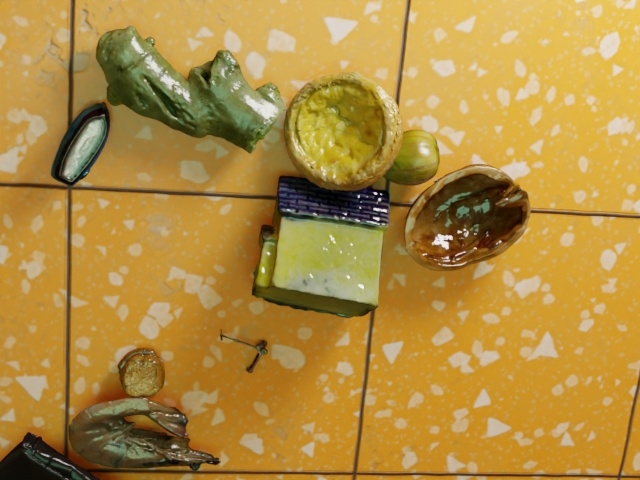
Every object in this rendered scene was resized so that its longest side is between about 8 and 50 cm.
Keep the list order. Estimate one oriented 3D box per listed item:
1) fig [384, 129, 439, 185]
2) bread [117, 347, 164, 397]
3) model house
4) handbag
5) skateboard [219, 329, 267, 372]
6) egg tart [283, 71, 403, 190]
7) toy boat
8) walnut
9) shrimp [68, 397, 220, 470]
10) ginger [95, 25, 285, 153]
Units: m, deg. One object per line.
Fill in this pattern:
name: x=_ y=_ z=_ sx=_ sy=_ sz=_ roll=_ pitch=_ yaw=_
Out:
fig: x=0.110 y=-0.125 z=1.585 sx=0.166 sy=0.093 sz=0.093 roll=-7 pitch=112 yaw=27
bread: x=-0.292 y=0.220 z=1.648 sx=0.081 sy=0.046 sz=0.083 roll=-38 pitch=107 yaw=0
model house: x=0.000 y=0.000 z=1.587 sx=0.194 sy=0.170 sz=0.211 roll=9 pitch=79 yaw=-4
handbag: x=-0.472 y=0.463 z=1.693 sx=0.223 sy=0.080 sz=0.247 roll=38 pitch=102 yaw=-10
skateboard: x=-0.136 y=0.183 z=1.668 sx=0.083 sy=0.032 sz=0.064 roll=24 pitch=114 yaw=-17
egg tart: x=0.039 y=-0.164 z=1.525 sx=0.191 sy=0.074 sz=0.191 roll=2 pitch=94 yaw=22
toy boat: x=-0.357 y=-0.146 z=1.508 sx=0.060 sy=0.061 sz=0.137 roll=26 pitch=95 yaw=-24
walnut: x=0.223 y=-0.046 z=1.607 sx=0.211 sy=0.087 sz=0.167 roll=-23 pitch=117 yaw=2
shrimp: x=-0.287 y=0.316 z=1.668 sx=0.254 sy=0.059 sz=0.145 roll=5 pitch=116 yaw=-10
ginger: x=-0.193 y=-0.227 z=1.495 sx=0.290 sy=0.089 sz=0.137 roll=14 pitch=124 yaw=-7
